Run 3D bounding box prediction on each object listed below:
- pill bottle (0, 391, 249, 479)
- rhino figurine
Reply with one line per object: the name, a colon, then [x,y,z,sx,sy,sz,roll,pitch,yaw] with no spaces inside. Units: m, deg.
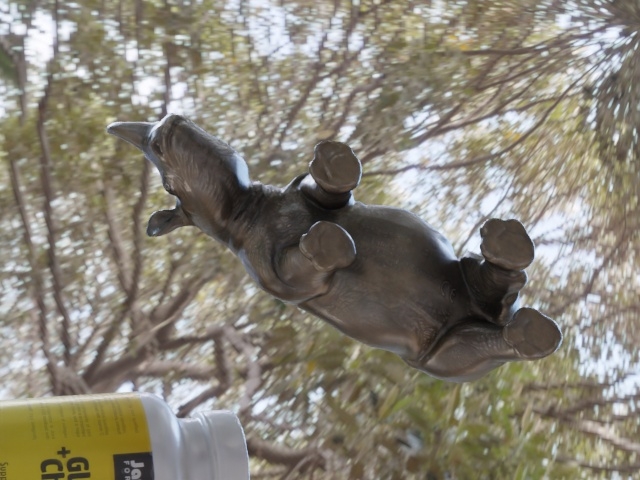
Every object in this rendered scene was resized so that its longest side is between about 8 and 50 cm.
pill bottle: [-0.140,0.143,0.783,0.184,0.103,0.103,-2,-80,-19]
rhino figurine: [0.000,0.000,0.662,0.243,0.106,0.073,26,-110,0]
